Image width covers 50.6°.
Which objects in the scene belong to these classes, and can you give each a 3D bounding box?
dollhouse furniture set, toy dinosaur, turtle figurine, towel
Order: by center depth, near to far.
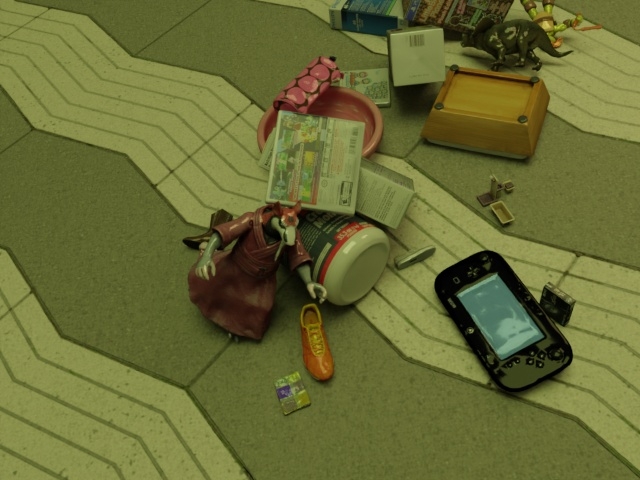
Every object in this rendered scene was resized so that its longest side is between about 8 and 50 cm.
[{"bbox_3d":[-0.059,0.310,1.379,0.060,0.009,0.083,-19,52,-6],"label":"towel"},{"bbox_3d":[0.435,-0.105,1.587,0.091,0.081,0.114,-19,52,-6],"label":"dollhouse furniture set"},{"bbox_3d":[0.539,-0.553,1.875,0.314,0.121,0.160,1,88,18],"label":"toy dinosaur"},{"bbox_3d":[0.661,-0.642,1.968,0.270,0.087,0.217,-11,72,21],"label":"turtle figurine"}]

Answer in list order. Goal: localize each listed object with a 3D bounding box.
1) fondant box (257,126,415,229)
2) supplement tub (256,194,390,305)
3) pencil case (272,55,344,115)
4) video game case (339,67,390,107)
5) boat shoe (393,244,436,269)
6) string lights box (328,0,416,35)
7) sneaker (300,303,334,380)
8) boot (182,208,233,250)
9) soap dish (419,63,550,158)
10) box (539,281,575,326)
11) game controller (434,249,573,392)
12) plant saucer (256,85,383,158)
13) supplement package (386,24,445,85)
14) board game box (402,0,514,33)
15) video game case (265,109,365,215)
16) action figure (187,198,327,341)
[{"bbox_3d":[0.045,-0.152,1.532,0.330,0.096,0.238,26,13,1],"label":"fondant box"},{"bbox_3d":[0.000,0.000,1.501,0.191,0.191,0.272,-41,57,-22],"label":"supplement tub"},{"bbox_3d":[-0.031,-0.397,1.782,0.098,0.095,0.209,33,64,11],"label":"pencil case"},{"bbox_3d":[0.126,-0.435,1.936,0.143,0.019,0.157,-3,51,6],"label":"video game case"},{"bbox_3d":[0.214,0.030,1.546,0.100,0.035,0.035,-26,55,-4],"label":"boat shoe"},{"bbox_3d":[0.170,-0.715,2.114,0.260,0.076,0.133,14,55,19],"label":"string lights box"},{"bbox_3d":[-0.015,0.212,1.415,0.064,0.067,0.175,-15,53,-5],"label":"sneaker"},{"bbox_3d":[-0.276,-0.031,1.665,0.107,0.037,0.114,9,56,-1],"label":"boot"},{"bbox_3d":[0.429,-0.339,1.752,0.291,0.118,0.229,14,55,20],"label":"soap dish"},{"bbox_3d":[0.485,0.131,1.391,0.018,0.083,0.067,-36,56,-20],"label":"box"},{"bbox_3d":[0.369,0.160,1.397,0.167,0.067,0.319,-22,51,-9],"label":"game controller"},{"bbox_3d":[0.001,-0.274,1.787,0.332,0.084,0.332,-4,51,5],"label":"plant saucer"},{"bbox_3d":[0.253,-0.505,1.833,0.139,0.133,0.244,-5,19,4],"label":"supplement package"},{"bbox_3d":[0.396,-0.751,2.012,0.291,0.141,0.232,8,51,-11],"label":"board game box"},{"bbox_3d":[-0.009,-0.159,1.390,0.184,0.023,0.201,8,78,-2],"label":"video game case"},{"bbox_3d":[-0.120,0.034,1.404,0.248,0.370,0.275,26,37,-14],"label":"action figure"}]
